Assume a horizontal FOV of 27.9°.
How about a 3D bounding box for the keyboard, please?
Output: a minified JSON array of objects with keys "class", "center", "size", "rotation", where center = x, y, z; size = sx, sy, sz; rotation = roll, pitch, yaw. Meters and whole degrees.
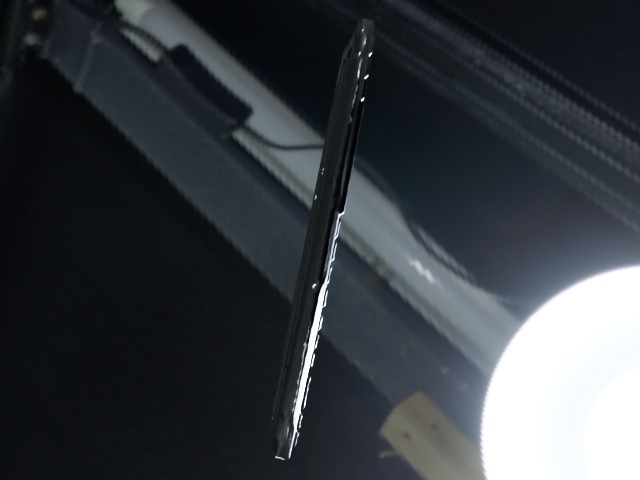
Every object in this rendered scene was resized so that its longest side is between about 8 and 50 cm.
[{"class":"keyboard","center":[0.001,0.000,0.786],"size":[0.016,0.106,0.262],"rotation":[12,-94,-5]}]
